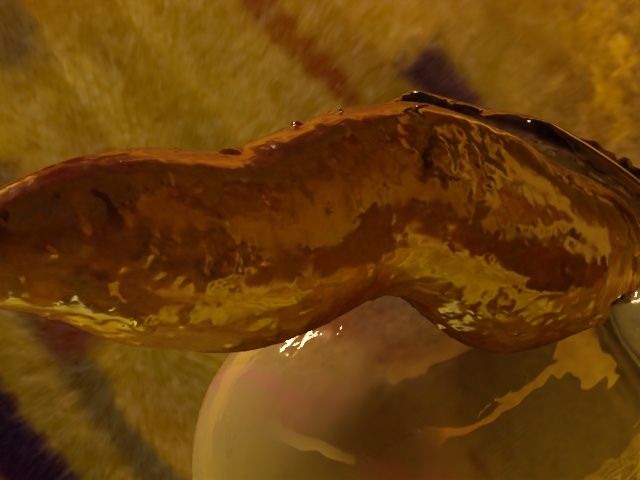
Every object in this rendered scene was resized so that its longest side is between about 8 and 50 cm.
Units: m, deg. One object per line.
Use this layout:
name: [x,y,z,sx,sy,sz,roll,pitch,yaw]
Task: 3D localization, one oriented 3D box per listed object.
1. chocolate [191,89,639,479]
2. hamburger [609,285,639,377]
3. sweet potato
chocolate: [0.032,0.063,0.555,0.147,0.221,0.221,-26,90,-37]
hamburger: [0.134,0.032,0.397,0.121,0.084,0.054,-10,126,-24]
sweet potato: [0.000,-0.004,0.426,0.218,0.051,0.065,1,92,-29]
